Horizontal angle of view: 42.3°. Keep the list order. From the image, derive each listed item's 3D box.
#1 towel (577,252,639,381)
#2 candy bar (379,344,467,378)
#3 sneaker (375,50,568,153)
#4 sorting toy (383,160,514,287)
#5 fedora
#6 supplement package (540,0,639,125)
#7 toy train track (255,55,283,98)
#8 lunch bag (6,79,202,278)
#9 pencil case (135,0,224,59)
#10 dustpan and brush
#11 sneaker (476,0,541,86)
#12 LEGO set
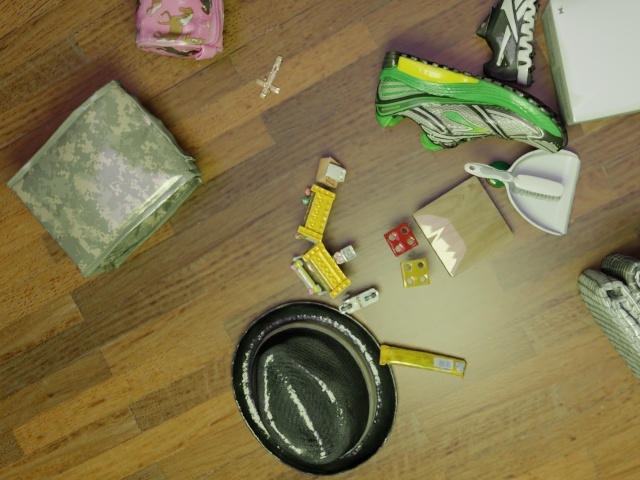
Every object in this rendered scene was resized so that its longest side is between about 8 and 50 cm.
[{"bbox_3d":[0.553,0.153,1.347,0.121,0.235,0.284,-36,88,6],"label":"towel"},{"bbox_3d":[0.187,0.220,1.501,0.161,0.018,0.040,10,53,1],"label":"candy bar"},{"bbox_3d":[0.258,-0.214,1.433,0.343,0.134,0.146,20,104,16],"label":"sneaker"},{"bbox_3d":[0.242,-0.019,1.467,0.274,0.046,0.132,-32,89,-4],"label":"sorting toy"},{"bbox_3d":[-0.022,0.280,1.488,0.334,0.152,0.334,1,94,9],"label":"fedora"},{"bbox_3d":[0.519,-0.315,1.363,0.262,0.145,0.204,-11,92,10],"label":"supplement package"},{"bbox_3d":[-0.091,-0.302,1.527,0.048,0.014,0.083,26,97,6],"label":"toy train track"},{"bbox_3d":[-0.378,-0.117,1.509,0.287,0.169,0.235,-42,87,14],"label":"lunch bag"},{"bbox_3d":[-0.241,-0.514,1.466,0.160,0.167,0.386,2,96,-24],"label":"pencil case"},{"bbox_3d":[0.344,-0.100,1.421,0.211,0.060,0.147,13,87,-2],"label":"dustpan and brush"},{"bbox_3d":[0.322,-0.383,1.423,0.106,0.078,0.234,5,92,16],"label":"sneaker"},{"bbox_3d":[0.000,0.000,1.511,0.132,0.107,0.287,-15,87,-25],"label":"LEGO set"}]
